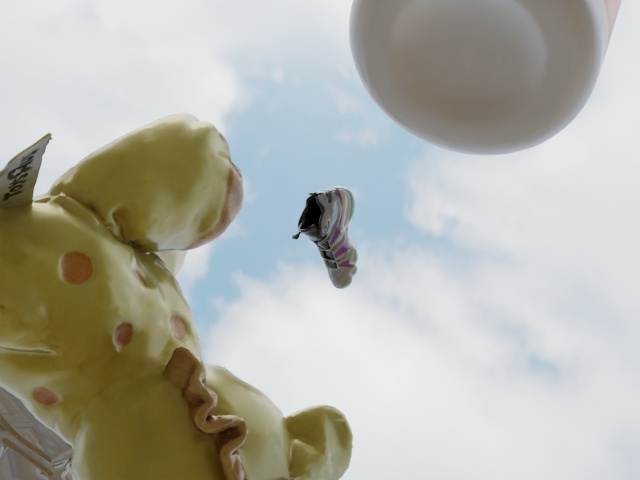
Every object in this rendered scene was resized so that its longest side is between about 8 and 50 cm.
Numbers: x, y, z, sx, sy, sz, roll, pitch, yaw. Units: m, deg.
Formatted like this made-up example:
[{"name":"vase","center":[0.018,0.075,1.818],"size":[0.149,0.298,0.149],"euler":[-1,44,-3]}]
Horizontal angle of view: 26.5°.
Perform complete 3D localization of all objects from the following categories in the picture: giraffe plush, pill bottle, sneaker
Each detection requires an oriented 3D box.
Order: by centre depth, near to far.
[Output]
[{"name":"giraffe plush","center":[-0.077,0.058,0.564],"size":[0.181,0.210,0.170],"euler":[-34,-92,-10]},{"name":"sneaker","center":[0.000,0.000,1.270],"size":[0.038,0.069,0.098],"euler":[0,-83,43]},{"name":"pill bottle","center":[0.188,-0.280,1.331],"size":[0.229,0.229,0.407],"euler":[16,-139,9]}]

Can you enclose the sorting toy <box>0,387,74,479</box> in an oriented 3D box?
[{"name":"sorting toy","center":[-0.175,0.125,0.858],"size":[0.307,0.229,0.041],"euler":[32,-133,13]}]
